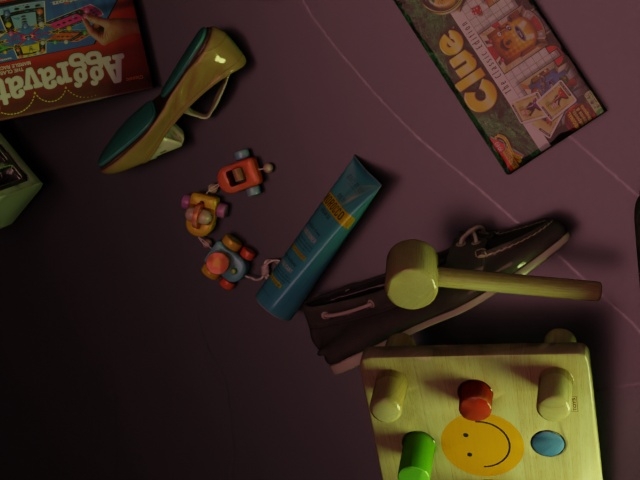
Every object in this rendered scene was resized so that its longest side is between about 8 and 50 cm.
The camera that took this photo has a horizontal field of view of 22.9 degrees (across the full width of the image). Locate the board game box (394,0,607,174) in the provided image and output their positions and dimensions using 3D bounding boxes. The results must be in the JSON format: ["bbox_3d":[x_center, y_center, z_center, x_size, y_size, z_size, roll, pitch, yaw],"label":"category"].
[{"bbox_3d":[0.200,-0.219,1.811,0.136,0.030,0.260,-34,87,20],"label":"board game box"}]

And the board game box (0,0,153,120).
[{"bbox_3d":[-0.350,-0.223,1.882,0.281,0.027,0.145,-15,96,-21],"label":"board game box"}]

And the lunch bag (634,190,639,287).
[{"bbox_3d":[0.484,0.066,1.683,0.256,0.212,0.305,-7,96,0],"label":"lunch bag"}]

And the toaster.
[{"bbox_3d":[-0.458,-0.086,1.934,0.168,0.185,0.110,50,118,6],"label":"toaster"}]

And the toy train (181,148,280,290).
[{"bbox_3d":[-0.107,-0.021,1.915,0.125,0.046,0.166,-13,93,18],"label":"toy train"}]

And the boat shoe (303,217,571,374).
[{"bbox_3d":[0.125,0.045,1.824,0.335,0.112,0.095,-30,93,21],"label":"boat shoe"}]

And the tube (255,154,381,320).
[{"bbox_3d":[0.000,0.000,1.878,0.207,0.052,0.080,-55,41,14],"label":"tube"}]

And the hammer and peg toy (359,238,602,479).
[{"bbox_3d":[0.182,0.178,1.747,0.266,0.127,0.361,-2,123,14],"label":"hammer and peg toy"}]

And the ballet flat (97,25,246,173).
[{"bbox_3d":[-0.176,-0.153,1.906,0.073,0.080,0.232,34,110,-22],"label":"ballet flat"}]
